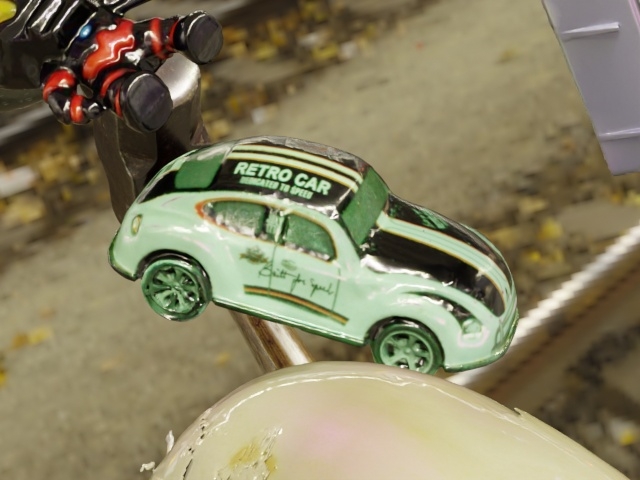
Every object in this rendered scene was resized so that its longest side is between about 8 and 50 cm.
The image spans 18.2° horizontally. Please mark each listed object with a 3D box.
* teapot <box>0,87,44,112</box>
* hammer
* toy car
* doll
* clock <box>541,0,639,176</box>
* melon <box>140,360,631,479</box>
[{"bbox_3d":[-0.246,-0.263,1.539,0.305,0.285,0.223,-19,66,0],"label":"teapot"},{"bbox_3d":[-0.078,0.034,1.724,0.095,0.242,0.409,-26,68,-13],"label":"hammer"},{"bbox_3d":[0.000,0.000,1.463,0.306,0.125,0.136,14,32,11],"label":"toy car"},{"bbox_3d":[-0.178,-0.143,1.309,0.248,0.088,0.127,24,42,39],"label":"doll"},{"bbox_3d":[0.213,-0.159,1.387,0.073,0.193,0.145,-9,45,20],"label":"clock"},{"bbox_3d":[0.053,0.184,0.938,0.317,0.223,0.223,32,37,7],"label":"melon"}]
